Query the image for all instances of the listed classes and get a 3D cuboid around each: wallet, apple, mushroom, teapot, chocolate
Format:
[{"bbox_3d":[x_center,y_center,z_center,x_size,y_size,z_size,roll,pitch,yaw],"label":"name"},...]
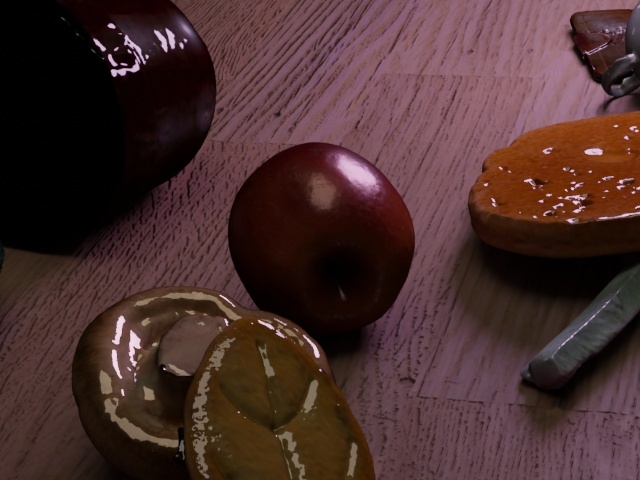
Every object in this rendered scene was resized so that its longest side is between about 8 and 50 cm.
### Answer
[{"bbox_3d":[0.486,-0.321,2.429,0.137,0.031,0.255,-5,29,0],"label":"wallet"},{"bbox_3d":[0.000,0.000,1.751,0.218,0.218,0.201,-9,27,-6],"label":"apple"},{"bbox_3d":[-0.125,0.151,1.557,0.278,0.146,0.278,6,40,-5],"label":"mushroom"},{"bbox_3d":[0.556,-0.298,2.245,0.294,0.129,0.193,-28,69,2],"label":"teapot"},{"bbox_3d":[-0.331,-0.214,2.075,0.383,0.384,0.331,8,26,24],"label":"chocolate"}]

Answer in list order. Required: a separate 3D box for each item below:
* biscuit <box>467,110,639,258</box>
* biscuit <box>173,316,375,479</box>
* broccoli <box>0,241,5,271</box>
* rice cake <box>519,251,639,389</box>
[{"bbox_3d":[0.368,-0.078,1.933,0.349,0.078,0.455,6,25,29],"label":"biscuit"},{"bbox_3d":[-0.044,0.192,1.449,0.203,0.041,0.260,-3,63,-26],"label":"biscuit"},{"bbox_3d":[-0.517,0.025,1.791,0.294,0.245,0.265,-9,37,50],"label":"broccoli"},{"bbox_3d":[0.322,0.089,1.709,0.081,0.051,0.290,-26,8,46],"label":"rice cake"}]
